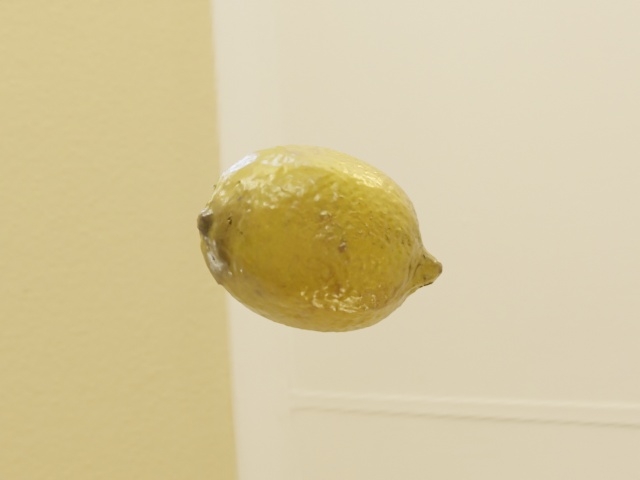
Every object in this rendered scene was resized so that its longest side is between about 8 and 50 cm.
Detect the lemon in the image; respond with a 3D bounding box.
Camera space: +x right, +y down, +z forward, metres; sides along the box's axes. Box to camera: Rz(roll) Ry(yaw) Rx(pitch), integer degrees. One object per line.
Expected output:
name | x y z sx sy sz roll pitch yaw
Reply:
lemon | 0.000 0.000 0.627 0.082 0.111 0.082 -165 -90 -86
